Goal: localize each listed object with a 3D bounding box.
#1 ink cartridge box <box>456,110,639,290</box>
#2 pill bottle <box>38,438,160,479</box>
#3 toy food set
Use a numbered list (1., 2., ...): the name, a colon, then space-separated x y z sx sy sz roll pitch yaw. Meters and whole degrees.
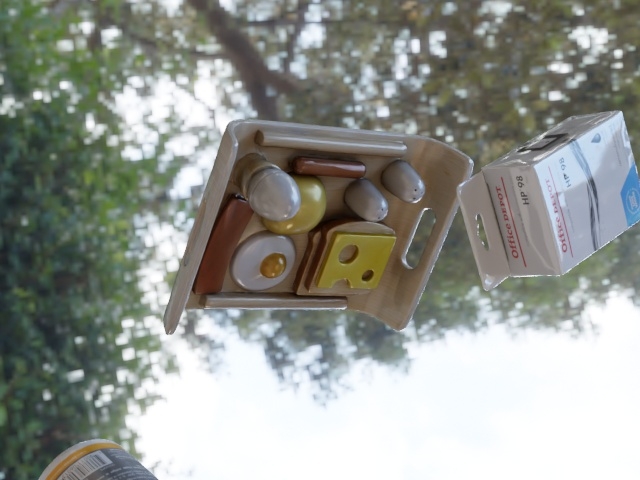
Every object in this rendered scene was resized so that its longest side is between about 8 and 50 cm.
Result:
1. ink cartridge box: 0.206 -0.035 1.245 0.060 0.180 0.104 -2 -68 46
2. pill bottle: -0.244 0.392 1.852 0.278 0.162 0.162 33 -55 39
3. toy food set: 0.000 0.000 1.457 0.092 0.306 0.220 46 -56 46
